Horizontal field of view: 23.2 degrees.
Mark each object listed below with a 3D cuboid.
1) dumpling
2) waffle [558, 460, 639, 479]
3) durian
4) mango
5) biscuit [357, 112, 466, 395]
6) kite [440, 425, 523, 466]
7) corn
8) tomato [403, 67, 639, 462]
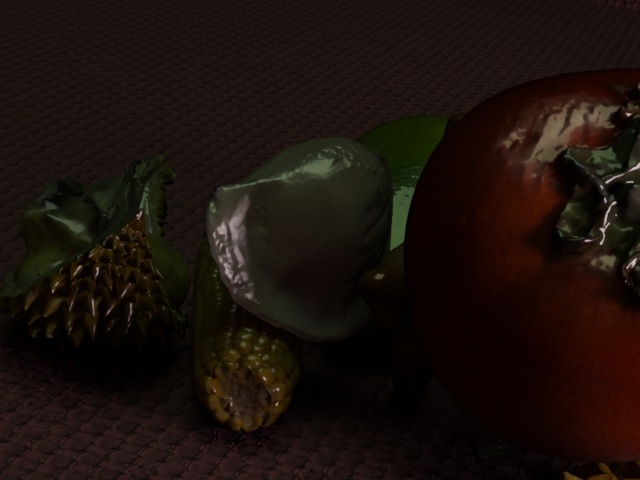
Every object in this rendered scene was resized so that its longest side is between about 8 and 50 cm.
[{"bbox_3d":[0.003,-0.001,1.305,0.126,0.167,0.216,-12,5,16],"label":"dumpling"},{"bbox_3d":[0.251,0.213,1.127,0.160,0.055,0.211,3,20,-12],"label":"waffle"},{"bbox_3d":[-0.193,0.006,1.379,0.172,0.167,0.306,6,18,3],"label":"durian"},{"bbox_3d":[0.084,-0.010,1.525,0.192,0.156,0.343,-6,30,22],"label":"mango"},{"bbox_3d":[0.103,0.012,1.351,0.047,0.164,0.208,12,57,27],"label":"biscuit"},{"bbox_3d":[0.131,0.171,1.281,0.078,0.002,0.044,14,20,14],"label":"kite"},{"bbox_3d":[-0.060,0.066,1.354,0.106,0.106,0.305,6,21,-6],"label":"corn"},{"bbox_3d":[0.217,0.024,1.201,0.321,0.322,0.321,7,19,-2],"label":"tomato"}]
